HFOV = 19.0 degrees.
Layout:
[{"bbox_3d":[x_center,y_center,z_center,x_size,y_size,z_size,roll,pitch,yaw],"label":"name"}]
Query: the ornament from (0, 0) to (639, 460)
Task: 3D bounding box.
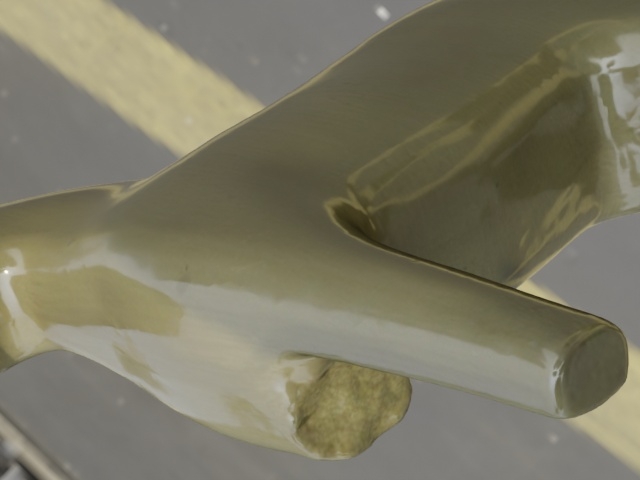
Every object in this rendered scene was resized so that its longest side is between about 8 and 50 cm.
[{"bbox_3d":[0.000,0.000,0.467,0.245,0.230,0.061,12,126,45],"label":"ornament"}]
